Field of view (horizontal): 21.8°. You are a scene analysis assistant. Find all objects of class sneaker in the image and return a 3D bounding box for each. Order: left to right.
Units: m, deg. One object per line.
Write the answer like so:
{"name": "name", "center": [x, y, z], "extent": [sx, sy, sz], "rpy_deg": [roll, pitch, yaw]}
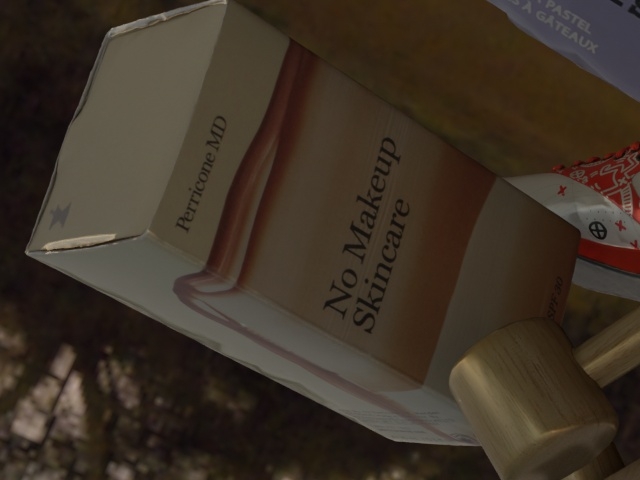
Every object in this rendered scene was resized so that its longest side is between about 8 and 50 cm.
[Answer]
{"name": "sneaker", "center": [0.234, -0.036, 1.206], "extent": [0.270, 0.145, 0.090], "rpy_deg": [21, 166, 49]}

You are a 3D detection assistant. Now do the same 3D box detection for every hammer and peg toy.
{"name": "hammer and peg toy", "center": [0.239, 0.097, 0.812], "extent": [0.361, 0.266, 0.127], "rpy_deg": [23, -142, -53]}

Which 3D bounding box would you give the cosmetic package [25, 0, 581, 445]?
{"name": "cosmetic package", "center": [0.000, 0.000, 0.969], "extent": [0.296, 0.153, 0.129], "rpy_deg": [28, 159, -33]}

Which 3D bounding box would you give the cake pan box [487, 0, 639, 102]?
{"name": "cake pan box", "center": [0.145, -0.157, 0.522], "extent": [0.267, 0.246, 0.070], "rpy_deg": [33, 156, 6]}
